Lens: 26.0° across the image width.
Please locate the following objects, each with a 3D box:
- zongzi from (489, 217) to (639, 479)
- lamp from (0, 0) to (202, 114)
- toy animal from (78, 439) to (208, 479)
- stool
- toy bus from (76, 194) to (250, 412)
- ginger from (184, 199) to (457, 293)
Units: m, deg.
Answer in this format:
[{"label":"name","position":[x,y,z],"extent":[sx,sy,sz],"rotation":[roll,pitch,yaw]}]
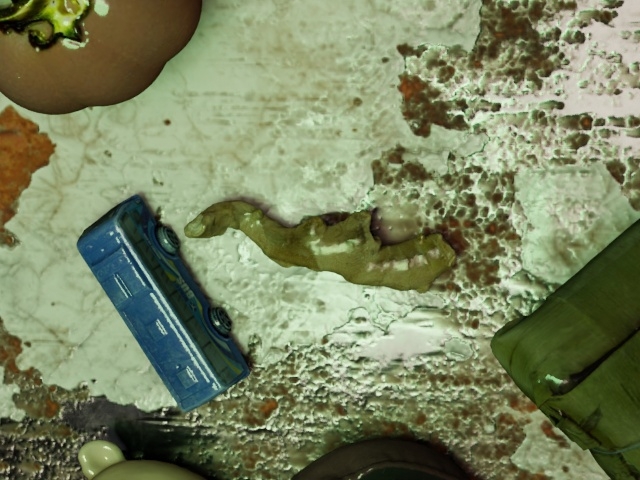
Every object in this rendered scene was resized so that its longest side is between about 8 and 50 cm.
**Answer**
[{"label":"zongzi","position":[0.392,0.133,1.388],"extent":[0.323,0.160,0.360],"rotation":[-38,115,3]},{"label":"lamp","position":[-0.266,-0.275,1.380],"extent":[0.305,0.239,0.305],"rotation":[3,100,17]},{"label":"toy animal","position":[-0.161,0.370,1.481],"extent":[0.345,0.277,0.247],"rotation":[35,92,7]},{"label":"stool","position":[0.078,0.353,1.417],"extent":[0.272,0.178,0.272],"rotation":[-2,98,-13]},{"label":"toy bus","position":[-0.170,0.068,1.502],"extent":[0.079,0.094,0.236],"rotation":[-32,93,16]},{"label":"ginger","position":[0.000,0.000,1.466],"extent":[0.288,0.075,0.089],"rotation":[13,126,5]}]
